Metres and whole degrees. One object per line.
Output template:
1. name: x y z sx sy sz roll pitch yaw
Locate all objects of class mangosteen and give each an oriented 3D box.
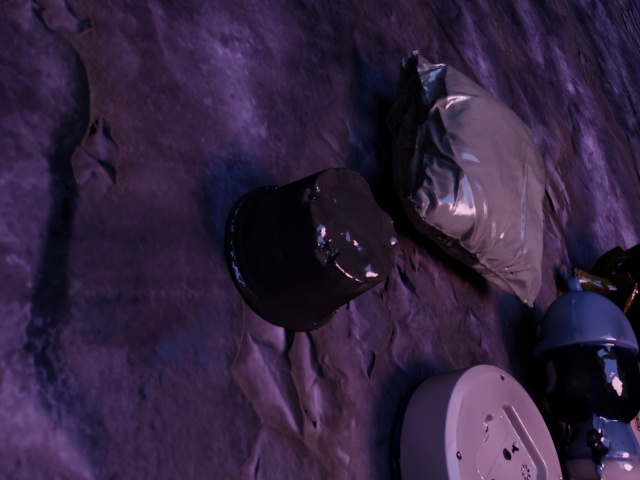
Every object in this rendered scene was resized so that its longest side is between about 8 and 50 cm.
1. mangosteen: 0.565 0.109 1.107 0.289 0.231 0.231 2 64 -11

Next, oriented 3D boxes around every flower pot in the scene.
1. flower pot: 0.000 0.000 0.618 0.157 0.107 0.157 23 54 -36

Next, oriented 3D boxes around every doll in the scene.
1. doll: 0.376 0.199 0.890 0.177 0.141 0.314 38 48 -53

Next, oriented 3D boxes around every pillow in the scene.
1. pillow: 0.207 -0.081 0.855 0.310 0.138 0.283 29 52 -38

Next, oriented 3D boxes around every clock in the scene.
1. clock: 0.181 0.255 0.696 0.230 0.083 0.230 26 49 -35

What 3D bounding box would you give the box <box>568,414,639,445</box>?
1. box: 0.471 0.312 1.012 0.247 0.033 0.129 36 48 -29
